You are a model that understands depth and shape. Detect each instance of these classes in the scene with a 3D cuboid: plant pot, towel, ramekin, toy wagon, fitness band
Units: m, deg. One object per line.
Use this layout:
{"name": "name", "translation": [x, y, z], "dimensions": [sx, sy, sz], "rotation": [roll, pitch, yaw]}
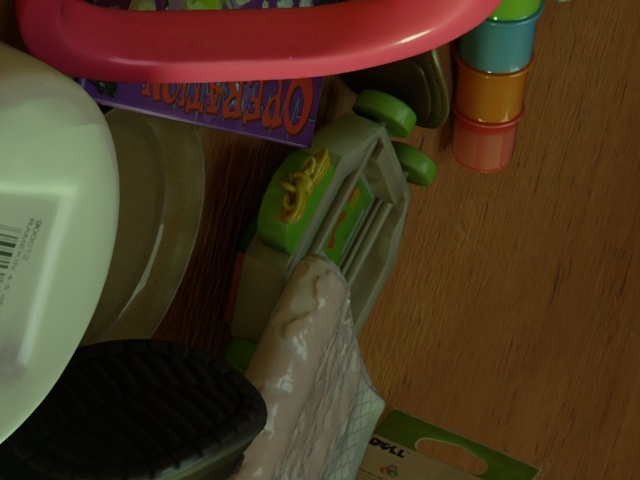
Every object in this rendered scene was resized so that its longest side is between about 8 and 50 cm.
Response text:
{"name": "plant pot", "translation": [-0.162, 0.004, 1.363], "dimensions": [0.236, 0.032, 0.236], "rotation": [-45, 146, -42]}
{"name": "towel", "translation": [-0.038, 0.215, 1.535], "dimensions": [0.317, 0.053, 0.331], "rotation": [68, 41, -64]}
{"name": "ramekin", "translation": [-0.236, 0.003, 1.079], "dimensions": [0.277, 0.135, 0.277], "rotation": [-45, 147, -41]}
{"name": "toy wagon", "translation": [0.000, 0.000, 1.623], "dimensions": [0.267, 0.068, 0.344], "rotation": [-63, 160, -13]}
{"name": "fitness band", "translation": [-0.034, -0.150, 1.105], "dimensions": [0.209, 0.291, 0.054], "rotation": [142, -58, -64]}

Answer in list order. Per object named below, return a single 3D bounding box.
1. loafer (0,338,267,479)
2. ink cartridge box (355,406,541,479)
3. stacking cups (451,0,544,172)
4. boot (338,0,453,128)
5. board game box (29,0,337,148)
{"name": "loafer", "translation": [-0.198, 0.183, 1.289], "dimensions": [0.366, 0.134, 0.130], "rotation": [-24, 141, -31]}
{"name": "ink cartridge box", "translation": [0.091, 0.306, 1.949], "dimensions": [0.255, 0.189, 0.097], "rotation": [-43, 145, -44]}
{"name": "stacking cups", "translation": [0.176, -0.202, 1.820], "dimensions": [0.096, 0.096, 0.316], "rotation": [-45, 147, -42]}
{"name": "boot", "translation": [0.090, -0.245, 1.627], "dimensions": [0.220, 0.109, 0.283], "rotation": [-64, 151, -24]}
{"name": "board game box", "translation": [-0.079, -0.183, 1.328], "dimensions": [0.347, 0.056, 0.208], "rotation": [5, 99, -65]}
